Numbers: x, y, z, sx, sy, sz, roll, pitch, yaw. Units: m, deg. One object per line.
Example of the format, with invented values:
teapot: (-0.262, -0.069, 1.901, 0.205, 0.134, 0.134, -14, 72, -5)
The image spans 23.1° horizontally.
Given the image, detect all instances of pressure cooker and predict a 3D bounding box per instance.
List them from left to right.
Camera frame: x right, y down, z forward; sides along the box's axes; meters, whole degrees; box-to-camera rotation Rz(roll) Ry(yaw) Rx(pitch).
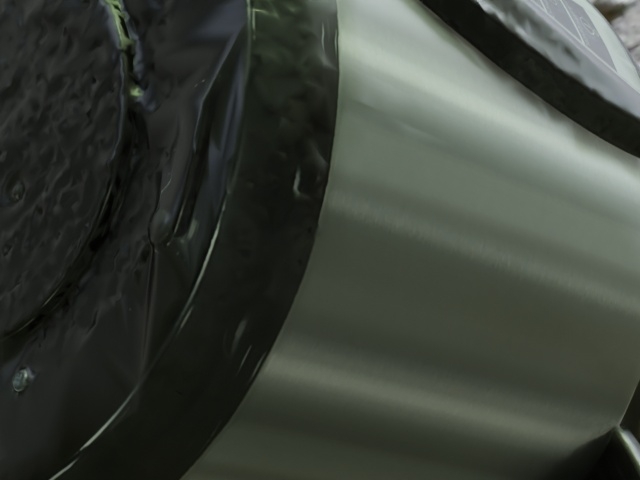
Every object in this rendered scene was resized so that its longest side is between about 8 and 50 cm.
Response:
pressure cooker: (-0.004, 0.003, 0.853, 0.420, 0.376, 0.369, 19, 70, -41)
